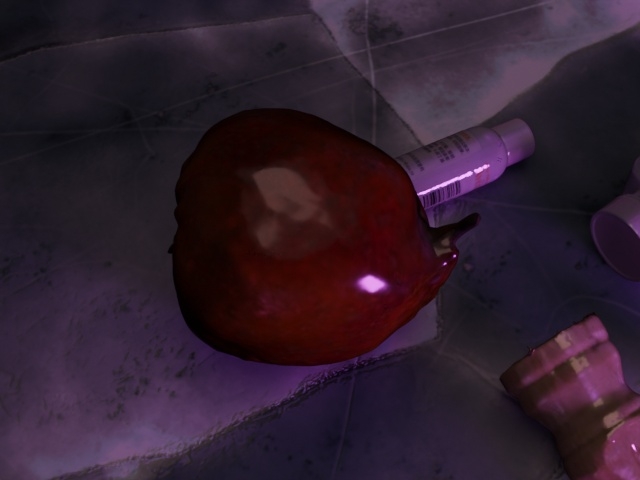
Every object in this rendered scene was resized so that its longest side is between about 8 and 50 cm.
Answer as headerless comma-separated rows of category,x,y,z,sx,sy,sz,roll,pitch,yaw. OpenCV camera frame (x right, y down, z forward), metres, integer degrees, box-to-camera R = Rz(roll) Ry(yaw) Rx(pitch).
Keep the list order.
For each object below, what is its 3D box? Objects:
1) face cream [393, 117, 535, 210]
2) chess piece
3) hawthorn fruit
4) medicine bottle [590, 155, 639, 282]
face cream,0.159,-0.091,1.446,0.269,0.082,0.082,-22,60,-12
chess piece,0.338,0.238,1.224,0.137,0.137,0.301,-29,72,-16
hawthorn fruit,-0.022,0.001,1.281,0.325,0.308,0.308,17,56,-16
medicine bottle,0.491,-0.065,1.403,0.296,0.111,0.161,-31,62,-15
